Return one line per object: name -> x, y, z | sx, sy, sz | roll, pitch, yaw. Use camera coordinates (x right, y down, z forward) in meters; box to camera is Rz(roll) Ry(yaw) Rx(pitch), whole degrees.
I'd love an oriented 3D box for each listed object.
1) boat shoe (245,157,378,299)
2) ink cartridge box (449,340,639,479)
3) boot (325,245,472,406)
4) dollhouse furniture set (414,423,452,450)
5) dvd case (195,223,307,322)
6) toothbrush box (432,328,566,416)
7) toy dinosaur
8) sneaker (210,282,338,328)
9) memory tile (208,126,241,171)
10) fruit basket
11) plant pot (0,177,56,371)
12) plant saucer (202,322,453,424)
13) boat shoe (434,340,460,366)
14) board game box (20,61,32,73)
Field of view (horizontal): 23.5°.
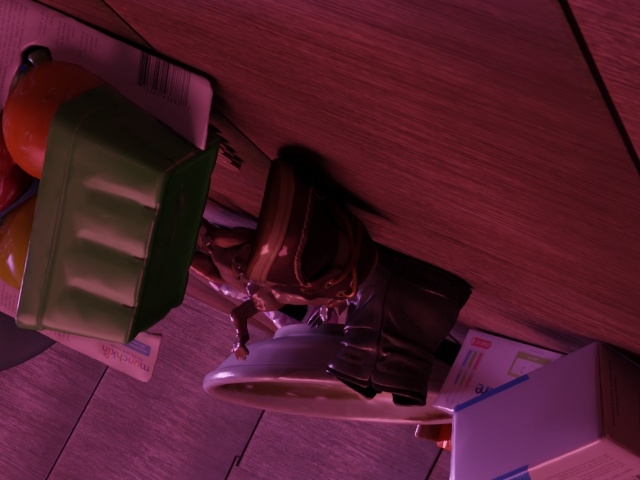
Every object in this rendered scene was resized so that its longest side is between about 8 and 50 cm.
boat shoe -> 0.000, 0.000, 1.552 | 0.123, 0.123, 0.342 | 13, 171, 3
ink cartridge box -> 0.331, 0.265, 1.739 | 0.307, 0.129, 0.223 | 32, 135, -30
boot -> 0.042, 0.085, 1.748 | 0.246, 0.161, 0.083 | 21, 170, 37
dollhouse furniture set -> 0.245, 0.331, 2.354 | 0.135, 0.259, 0.262 | 20, 177, -40
dvd case -> -0.100, 0.042, 2.229 | 0.179, 0.030, 0.239 | 28, -172, -5
toothbrush box -> 0.322, 0.239, 1.982 | 0.283, 0.122, 0.206 | 30, 172, -27
toy dinosaur -> -0.078, 0.035, 2.055 | 0.295, 0.127, 0.200 | 41, -144, 25
sneaker -> -0.078, 0.077, 2.427 | 0.236, 0.095, 0.104 | 33, 178, -11
memory tile -> -0.143, -0.114, 1.606 | 0.113, 0.012, 0.148 | 25, 173, 14
fruit basket -> -0.272, -0.072, 1.441 | 0.353, 0.327, 0.165 | 27, -150, 22
plant pot -> -0.370, 0.022, 1.801 | 0.196, 0.293, 0.293 | 0, 175, -6
plant saucer -> 0.036, 0.186, 2.181 | 0.400, 0.101, 0.400 | 5, 166, 1
boat shoe -> 0.175, 0.179, 2.311 | 0.227, 0.069, 0.081 | 28, -147, 20
board game box -> -0.299, -0.128, 1.661 | 0.302, 0.086, 0.308 | 27, 178, 3
